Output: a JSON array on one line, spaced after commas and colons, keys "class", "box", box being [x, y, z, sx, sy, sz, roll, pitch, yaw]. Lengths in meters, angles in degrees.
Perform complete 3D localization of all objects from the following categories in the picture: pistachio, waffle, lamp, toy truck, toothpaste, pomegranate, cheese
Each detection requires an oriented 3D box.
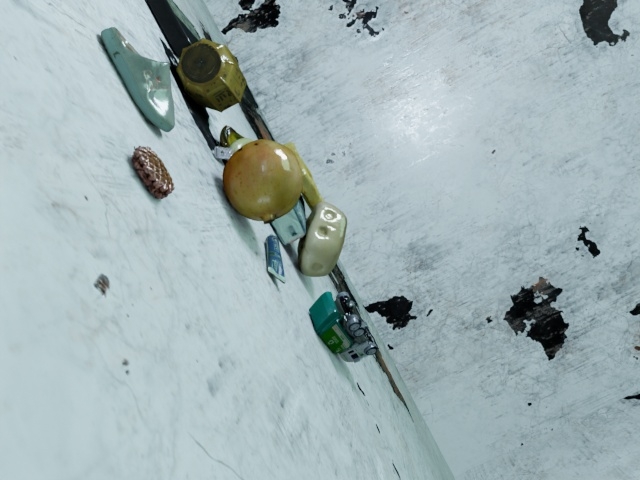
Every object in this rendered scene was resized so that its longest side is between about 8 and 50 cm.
[{"class": "pistachio", "box": [-0.234, -0.247, 1.494, 0.172, 0.049, 0.089, 64, 34, -50]}, {"class": "waffle", "box": [-0.061, -0.213, 1.824, 0.168, 0.057, 0.274, 59, 4, -33]}, {"class": "lamp", "box": [-0.281, -0.427, 1.429, 0.161, 0.161, 0.185, 63, 4, 5]}, {"class": "toy truck", "box": [0.064, 0.240, 1.513, 0.253, 0.124, 0.114, 60, 6, -44]}, {"class": "toothpaste", "box": [-0.113, 0.036, 1.333, 0.057, 0.035, 0.197, 42, 16, -27]}, {"class": "pomegranate", "box": [-0.127, -0.133, 1.247, 0.191, 0.191, 0.191, 61, 5, -10]}, {"class": "cheese", "box": [0.000, 0.000, 1.701, 0.117, 0.235, 0.218, 18, -2, -10]}, {"class": "cheese", "box": [-0.219, -0.220, 1.413, 0.192, 0.038, 0.096, -14, 104, -67]}, {"class": "waffle", "box": [-0.242, -0.100, 0.790, 0.083, 0.029, 0.075, 59, 5, -12]}]

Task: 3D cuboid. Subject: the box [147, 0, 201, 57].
[{"class": "box", "box": [-0.412, -0.618, 1.662, 0.211, 0.058, 0.350, 60, 5, -1]}]

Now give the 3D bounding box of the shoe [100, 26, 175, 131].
[{"class": "shoe", "box": [-0.297, -0.286, 0.946, 0.195, 0.078, 0.079, 57, 5, -10]}]

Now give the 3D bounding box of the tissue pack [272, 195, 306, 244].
[{"class": "tissue pack", "box": [-0.126, -0.139, 1.727, 0.315, 0.103, 0.227, -99, 163, -72]}]
